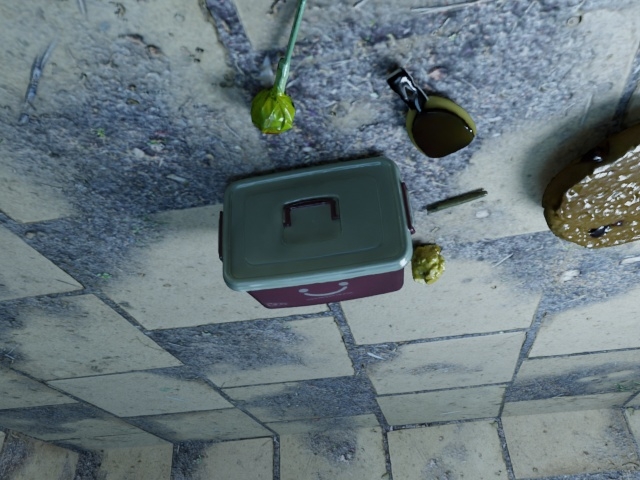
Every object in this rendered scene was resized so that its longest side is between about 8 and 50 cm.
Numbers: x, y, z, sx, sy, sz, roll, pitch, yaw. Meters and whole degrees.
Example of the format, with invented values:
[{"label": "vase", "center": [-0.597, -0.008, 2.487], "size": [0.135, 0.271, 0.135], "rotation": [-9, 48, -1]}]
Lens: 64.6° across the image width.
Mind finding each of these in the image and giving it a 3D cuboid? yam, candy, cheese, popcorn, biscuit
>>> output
[{"label": "yam", "center": [0.233, -0.066, 0.869], "size": [0.107, 0.014, 0.014], "rotation": [-18, 144, 23]}, {"label": "candy", "center": [-0.042, -0.209, 0.610], "size": [0.058, 0.062, 0.194], "rotation": [40, 137, 15]}, {"label": "cheese", "center": [0.141, -0.172, 0.680], "size": [0.086, 0.036, 0.162], "rotation": [-23, 142, 33]}, {"label": "popcorn", "center": [0.213, 0.040, 0.989], "size": [0.084, 0.084, 0.084], "rotation": [-2, 147, -1]}, {"label": "biscuit", "center": [0.493, -0.087, 0.797], "size": [0.296, 0.075, 0.296], "rotation": [-5, 144, -4]}]

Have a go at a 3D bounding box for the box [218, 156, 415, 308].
[{"label": "box", "center": [0.000, 0.000, 0.809], "size": [0.294, 0.193, 0.167], "rotation": [-8, 155, 8]}]
